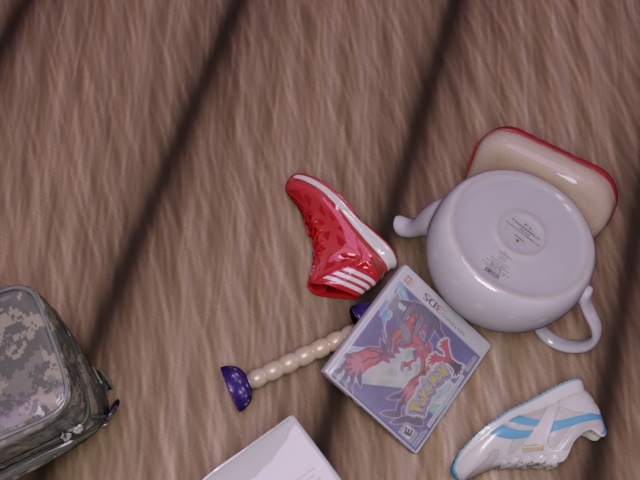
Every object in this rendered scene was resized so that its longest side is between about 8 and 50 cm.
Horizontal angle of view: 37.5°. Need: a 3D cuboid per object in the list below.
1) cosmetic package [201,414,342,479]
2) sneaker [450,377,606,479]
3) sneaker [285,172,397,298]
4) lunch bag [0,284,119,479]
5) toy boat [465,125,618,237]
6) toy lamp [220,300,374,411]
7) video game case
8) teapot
[{"bbox_3d":[-0.038,0.359,1.236,0.151,0.151,0.184,-35,67,-13],"label":"cosmetic package"},{"bbox_3d":[0.286,0.278,1.302,0.228,0.087,0.092,-26,69,-8],"label":"sneaker"},{"bbox_3d":[0.000,0.000,1.444,0.221,0.087,0.128,40,71,20],"label":"sneaker"},{"bbox_3d":[-0.445,0.225,1.257,0.305,0.256,0.213,-26,69,-9],"label":"lunch bag"},{"bbox_3d":[0.349,-0.094,1.465,0.231,0.151,0.151,29,40,14],"label":"toy boat"},{"bbox_3d":[-0.007,0.160,1.374,0.274,0.080,0.080,-22,66,-7],"label":"toy lamp"},{"bbox_3d":[0.126,0.168,1.348,0.183,0.023,0.201,43,71,-11],"label":"video game case"},{"bbox_3d":[0.262,0.038,1.361,0.252,0.187,0.256,-3,60,-14],"label":"teapot"}]
